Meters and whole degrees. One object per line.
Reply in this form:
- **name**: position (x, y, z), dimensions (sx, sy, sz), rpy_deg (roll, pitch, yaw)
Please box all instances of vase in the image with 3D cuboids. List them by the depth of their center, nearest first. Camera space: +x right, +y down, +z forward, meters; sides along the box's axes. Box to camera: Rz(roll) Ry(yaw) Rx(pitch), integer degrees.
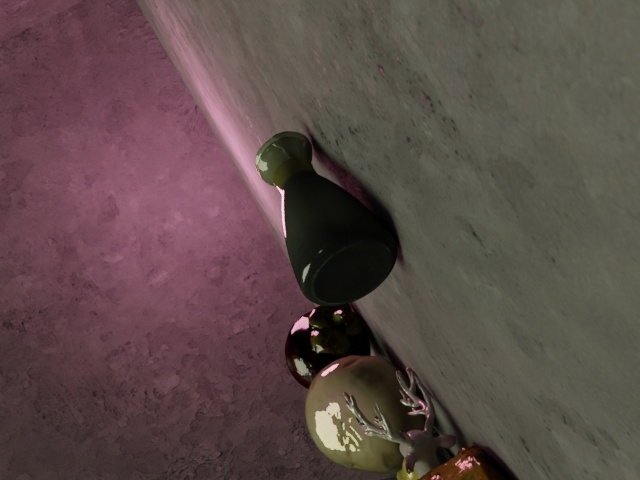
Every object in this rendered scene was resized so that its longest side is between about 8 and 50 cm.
- **vase**: position (-0.009, -0.052, 1.055), dimensions (0.321, 0.173, 0.173), rpy_deg (60, 175, 40)

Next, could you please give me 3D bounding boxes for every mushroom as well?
- **mushroom**: position (0.140, 0.514, 1.728), dimensions (0.353, 0.353, 0.325), rpy_deg (68, -176, -51)

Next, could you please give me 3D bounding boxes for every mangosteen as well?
- **mangosteen**: position (0.028, 0.351, 1.961), dimensions (0.311, 0.311, 0.311), rpy_deg (58, 173, 12)

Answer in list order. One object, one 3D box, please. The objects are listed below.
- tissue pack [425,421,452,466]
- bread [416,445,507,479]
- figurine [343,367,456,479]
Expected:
- **tissue pack**: position (0.325, 0.649, 1.782), dimensions (0.159, 0.145, 0.229), rpy_deg (26, -169, -29)
- **bread**: position (0.334, 0.620, 1.217), dimensions (0.398, 0.215, 0.398), rpy_deg (63, 175, 10)
- **figurine**: position (0.187, 0.506, 1.457), dimensions (0.284, 0.206, 0.316), rpy_deg (39, 126, 47)
